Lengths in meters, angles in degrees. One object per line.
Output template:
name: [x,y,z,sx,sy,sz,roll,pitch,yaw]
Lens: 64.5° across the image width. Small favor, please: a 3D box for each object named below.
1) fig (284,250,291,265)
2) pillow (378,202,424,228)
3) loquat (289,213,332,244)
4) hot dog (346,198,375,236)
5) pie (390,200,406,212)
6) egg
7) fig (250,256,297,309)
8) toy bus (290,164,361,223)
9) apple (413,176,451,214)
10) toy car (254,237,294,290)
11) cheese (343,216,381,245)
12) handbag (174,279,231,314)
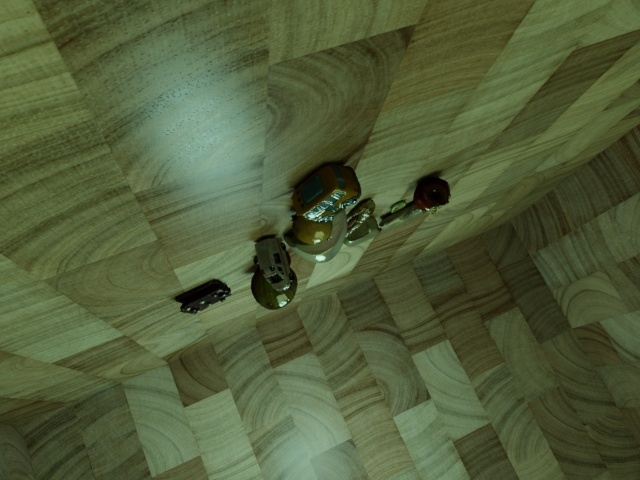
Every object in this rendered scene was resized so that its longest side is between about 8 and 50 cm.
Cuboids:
fig: [-0.173,0.072,2.072,0.150,0.128,0.128,-50,176,-24]
pillow: [0.407,-0.121,2.408,0.270,0.067,0.173,-27,171,9]
loquat: [-0.030,-0.057,1.779,0.137,0.163,0.163,-60,166,-6]
hot dog: [0.149,-0.083,2.130,0.083,0.068,0.289,-25,166,-30]
pie: [0.351,-0.154,2.293,0.084,0.021,0.084,-25,162,-9]
egg: [0.011,0.000,2.006,0.271,0.161,0.206,-27,164,14]
fig: [-0.217,0.159,2.218,0.217,0.217,0.320,-23,143,-5]
toy bus: [0.009,-0.145,1.579,0.209,0.126,0.136,-34,154,34]
apple: [0.467,-0.189,2.130,0.156,0.147,0.158,-58,174,1]
toy car: [-0.179,0.093,1.934,0.089,0.209,0.108,-19,172,30]
cheese: [0.139,-0.014,2.324,0.286,0.082,0.163,-26,164,10]
handbag: [-0.507,0.253,2.235,0.216,0.074,0.203,-25,166,-1]
